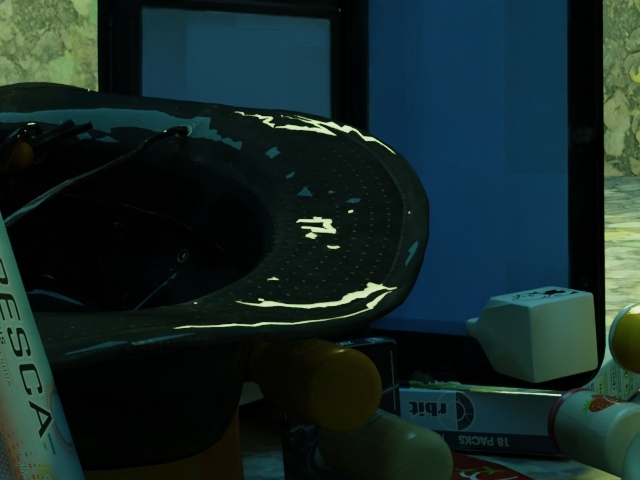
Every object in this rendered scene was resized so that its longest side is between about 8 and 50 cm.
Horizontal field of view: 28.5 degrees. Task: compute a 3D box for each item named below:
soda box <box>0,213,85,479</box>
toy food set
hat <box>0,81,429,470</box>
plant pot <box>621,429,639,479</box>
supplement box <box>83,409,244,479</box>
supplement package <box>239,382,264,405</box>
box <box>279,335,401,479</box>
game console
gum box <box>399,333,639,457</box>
[{"bbox_3d":[-0.127,0.034,0.402,0.058,0.183,0.063,-19,-7,6],"label":"soda box"},{"bbox_3d":[0.081,0.083,0.667,0.232,0.111,0.104,-10,8,-25],"label":"toy food set"},{"bbox_3d":[-0.118,0.031,0.594,0.331,0.134,0.331,2,24,-1],"label":"hat"},{"bbox_3d":[0.266,-0.006,0.487,0.334,0.305,0.334,-4,6,0],"label":"plant pot"},{"bbox_3d":[-0.161,0.119,0.657,0.233,0.078,0.080,-6,7,-25],"label":"supplement box"},{"bbox_3d":[0.000,0.000,0.928,0.293,0.175,0.177,-16,2,-27],"label":"supplement package"},{"bbox_3d":[0.011,0.098,0.701,0.067,0.083,0.018,-6,6,-19],"label":"box"},{"bbox_3d":[0.012,-0.058,0.732,0.250,0.293,0.173,-1,0,-24],"label":"game console"},{"bbox_3d":[0.117,0.097,0.844,0.157,0.041,0.184,-1,8,28],"label":"gum box"}]
